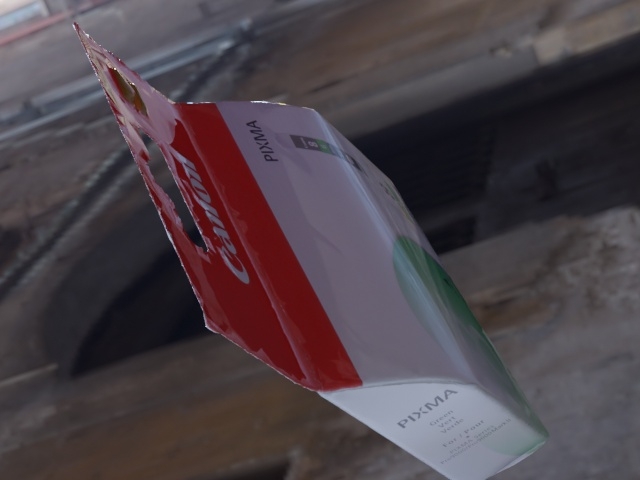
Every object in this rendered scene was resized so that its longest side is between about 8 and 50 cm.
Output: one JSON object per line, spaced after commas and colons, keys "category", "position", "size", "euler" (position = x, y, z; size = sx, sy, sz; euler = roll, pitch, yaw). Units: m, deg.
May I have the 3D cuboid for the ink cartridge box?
{"category": "ink cartridge box", "position": [0.000, 0.000, 0.688], "size": [0.225, 0.056, 0.181], "euler": [42, -164, -52]}
